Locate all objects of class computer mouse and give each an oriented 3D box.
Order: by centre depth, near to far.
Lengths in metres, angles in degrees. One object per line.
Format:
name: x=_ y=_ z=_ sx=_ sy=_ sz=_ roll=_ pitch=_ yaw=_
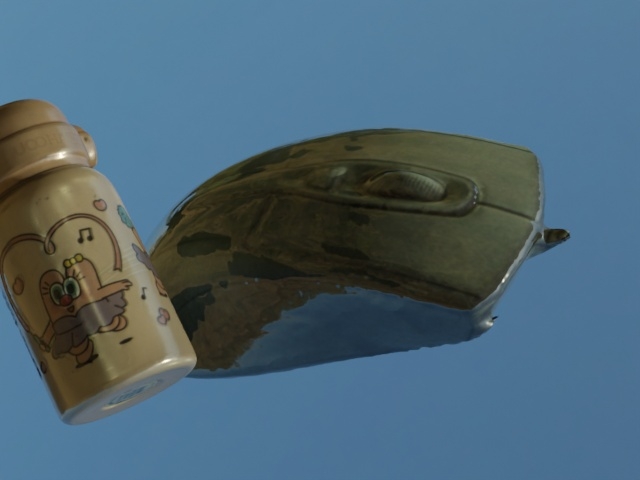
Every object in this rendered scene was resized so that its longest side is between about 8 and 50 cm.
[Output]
computer mouse: x=0.000 y=0.000 z=1.200 sx=0.371 sy=0.122 sz=0.188 roll=-8 pitch=-141 yaw=30

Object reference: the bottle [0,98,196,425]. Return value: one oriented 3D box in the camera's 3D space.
bottle: x=-0.161 y=0.007 z=1.081 sx=0.097 sy=0.110 sz=0.209 roll=-35 pitch=-105 yaw=38
